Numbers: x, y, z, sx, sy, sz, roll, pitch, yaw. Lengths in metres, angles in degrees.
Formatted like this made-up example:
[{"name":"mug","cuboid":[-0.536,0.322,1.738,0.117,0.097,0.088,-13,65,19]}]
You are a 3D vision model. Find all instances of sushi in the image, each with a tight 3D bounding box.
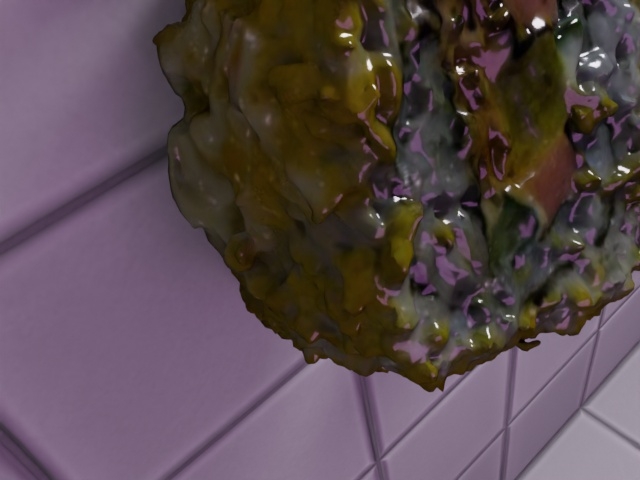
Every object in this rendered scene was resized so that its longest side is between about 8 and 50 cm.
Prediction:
[{"name":"sushi","cuboid":[0.071,-0.094,0.504,0.351,0.240,0.397,-20,107,-32]}]
